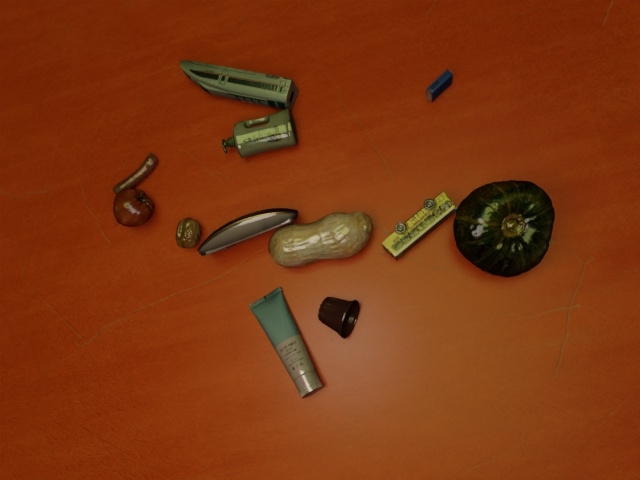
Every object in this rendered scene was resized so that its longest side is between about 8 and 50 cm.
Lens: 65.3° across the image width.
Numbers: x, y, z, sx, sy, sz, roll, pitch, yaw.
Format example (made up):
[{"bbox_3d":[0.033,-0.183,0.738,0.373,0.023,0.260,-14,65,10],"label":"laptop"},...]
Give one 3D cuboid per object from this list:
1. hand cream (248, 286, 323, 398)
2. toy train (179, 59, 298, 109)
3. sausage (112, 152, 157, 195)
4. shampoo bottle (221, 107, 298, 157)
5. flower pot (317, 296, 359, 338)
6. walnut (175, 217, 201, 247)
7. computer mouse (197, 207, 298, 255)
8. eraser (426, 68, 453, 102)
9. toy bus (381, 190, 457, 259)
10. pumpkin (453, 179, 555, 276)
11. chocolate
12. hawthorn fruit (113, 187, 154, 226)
[{"bbox_3d":[-0.095,0.289,1.415,0.111,0.070,0.312,-31,66,4],"label":"hand cream"},{"bbox_3d":[-0.278,-0.498,1.601,0.407,0.086,0.088,15,87,14],"label":"toy train"},{"bbox_3d":[-0.598,-0.209,1.618,0.177,0.040,0.047,-42,68,-1],"label":"sausage"},{"bbox_3d":[-0.194,-0.324,1.543,0.234,0.087,0.118,-12,79,8],"label":"shampoo bottle"},{"bbox_3d":[0.045,0.203,1.382,0.089,0.111,0.111,18,82,25],"label":"flower pot"},{"bbox_3d":[-0.403,-0.023,1.523,0.079,0.082,0.096,-1,78,39],"label":"walnut"},{"bbox_3d":[-0.214,-0.038,1.455,0.310,0.158,0.072,-21,94,6],"label":"computer mouse"},{"bbox_3d":[0.353,-0.459,1.483,0.084,0.063,0.027,-43,73,0],"label":"eraser"},{"bbox_3d":[0.273,-0.042,1.398,0.226,0.081,0.074,-39,73,0],"label":"toy bus"},{"bbox_3d":[0.473,-0.038,1.316,0.260,0.189,0.260,0,96,-4],"label":"pumpkin"},{"bbox_3d":[0.000,0.000,1.416,0.309,0.134,0.134,-16,75,7],"label":"chocolate"},{"bbox_3d":[-0.582,-0.094,1.556,0.125,0.125,0.140,20,115,14],"label":"hawthorn fruit"}]
